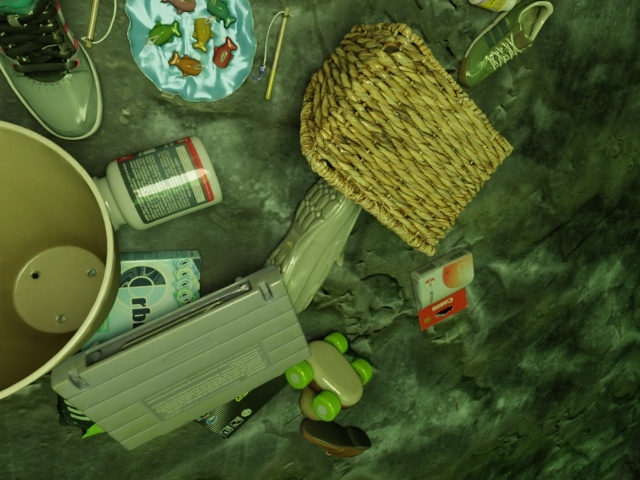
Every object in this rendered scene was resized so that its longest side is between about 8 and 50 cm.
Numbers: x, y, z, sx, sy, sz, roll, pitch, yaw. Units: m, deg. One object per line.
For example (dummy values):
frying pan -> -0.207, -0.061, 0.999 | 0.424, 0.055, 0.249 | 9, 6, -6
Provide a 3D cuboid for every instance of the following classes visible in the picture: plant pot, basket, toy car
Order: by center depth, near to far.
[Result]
plant pot -> -0.339, 0.043, 0.478 | 0.257, 0.274, 0.256 | 3, 76, -12
basket -> 0.106, -0.158, 0.679 | 0.299, 0.213, 0.223 | 31, 99, -32
toy car -> -0.011, 0.311, 0.877 | 0.155, 0.149, 0.188 | -24, 154, -52

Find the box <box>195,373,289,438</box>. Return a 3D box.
box -> -0.181, 0.281, 0.831 | 0.184, 0.045, 0.190 | -40, 123, -2

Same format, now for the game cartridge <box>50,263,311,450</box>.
game cartridge -> -0.201, 0.199, 0.700 | 0.355, 0.068, 0.230 | -24, 136, -11

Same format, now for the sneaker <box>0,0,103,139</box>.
sneaker -> -0.327, -0.246, 0.453 | 0.124, 0.178, 0.295 | -18, 117, -12

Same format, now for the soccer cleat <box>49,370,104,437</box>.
soccer cleat -> -0.416, 0.271, 0.710 | 0.072, 0.060, 0.178 | -24, 122, -13

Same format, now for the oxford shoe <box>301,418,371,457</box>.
oxford shoe -> 0.028, 0.480, 0.999 | 0.212, 0.076, 0.076 | 33, 106, -31

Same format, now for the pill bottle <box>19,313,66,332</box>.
pill bottle -> -0.460, 0.137, 0.610 | 0.170, 0.094, 0.094 | 4, 110, -27

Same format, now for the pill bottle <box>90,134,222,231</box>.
pill bottle -> -0.245, -0.076, 0.611 | 0.180, 0.108, 0.107 | -22, 119, -15

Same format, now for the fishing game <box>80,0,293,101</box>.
fishing game -> -0.178, -0.289, 0.592 | 0.264, 0.041, 0.189 | 12, 106, -26

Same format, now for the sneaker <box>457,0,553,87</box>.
sneaker -> 0.342, -0.365, 0.773 | 0.064, 0.086, 0.192 | 37, 93, -32

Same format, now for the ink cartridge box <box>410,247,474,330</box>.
ink cartridge box -> 0.292, 0.124, 0.985 | 0.146, 0.045, 0.179 | -24, 117, -13

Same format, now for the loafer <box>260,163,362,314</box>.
loafer -> 0.000, 0.000, 0.764 | 0.112, 0.112, 0.319 | 25, 107, -36

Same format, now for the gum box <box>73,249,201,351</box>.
gum box -> -0.297, 0.096, 0.700 | 0.185, 0.041, 0.156 | -2, 112, -23

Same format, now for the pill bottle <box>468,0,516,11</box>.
pill bottle -> 0.309, -0.437, 0.752 | 0.083, 0.043, 0.043 | 1, 111, -25
